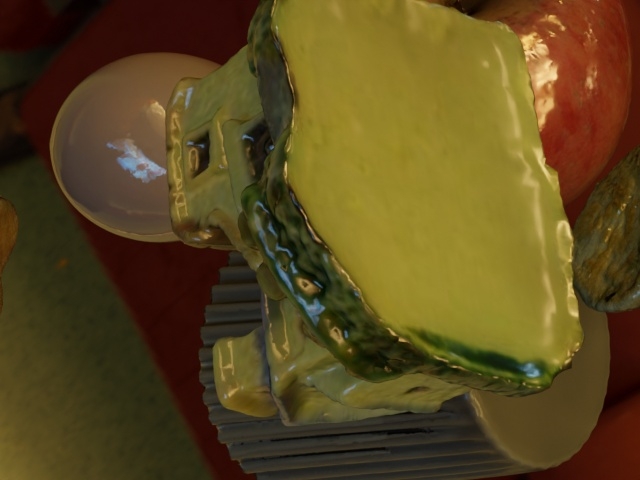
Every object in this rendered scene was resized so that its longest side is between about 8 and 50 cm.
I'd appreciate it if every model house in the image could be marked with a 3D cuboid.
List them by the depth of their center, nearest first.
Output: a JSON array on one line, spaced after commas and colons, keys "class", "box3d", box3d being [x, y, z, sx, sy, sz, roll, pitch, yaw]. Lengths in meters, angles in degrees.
[{"class": "model house", "box3d": [0.000, 0.000, 0.951, 0.195, 0.189, 0.214, 6, 66, -39]}]

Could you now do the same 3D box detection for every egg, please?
[{"class": "egg", "box3d": [-0.139, -0.086, 1.676, 0.176, 0.232, 0.176, 8, 80, -53]}]

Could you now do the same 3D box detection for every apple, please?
[{"class": "apple", "box3d": [0.123, -0.153, 1.659, 0.345, 0.269, 0.345, 2, 54, -3]}]

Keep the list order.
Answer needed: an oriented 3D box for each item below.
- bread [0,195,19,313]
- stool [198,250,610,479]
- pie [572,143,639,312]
[{"class": "bread", "box3d": [-0.354, 0.024, 1.691, 0.056, 0.286, 0.207, 19, 32, 17]}, {"class": "stool", "box3d": [0.091, 0.113, 1.853, 0.297, 0.330, 0.297, 7, 80, -46]}, {"class": "pie", "box3d": [0.295, -0.014, 1.684, 0.041, 0.187, 0.187, 27, 57, -25]}]
